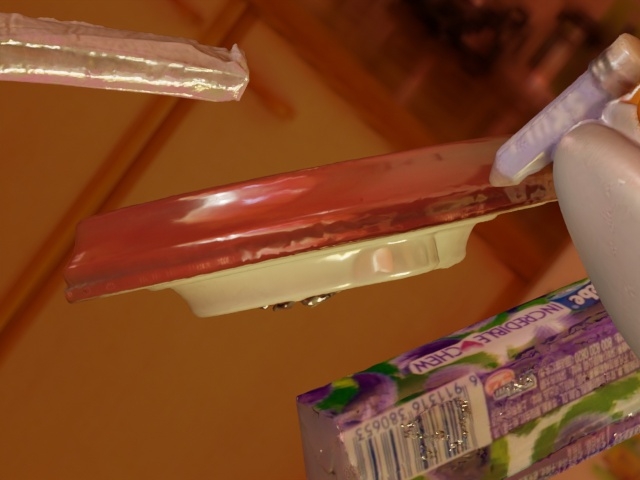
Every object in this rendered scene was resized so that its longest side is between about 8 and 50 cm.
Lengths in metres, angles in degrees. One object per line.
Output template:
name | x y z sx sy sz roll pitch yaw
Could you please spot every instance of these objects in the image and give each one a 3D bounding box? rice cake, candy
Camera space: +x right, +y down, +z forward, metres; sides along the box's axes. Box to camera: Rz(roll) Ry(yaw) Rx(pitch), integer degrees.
rice cake | -0.177 -0.142 1.532 0.270 0.049 0.055 3 27 -30
candy | 0.125 0.076 1.058 0.312 0.088 0.061 -20 24 -29

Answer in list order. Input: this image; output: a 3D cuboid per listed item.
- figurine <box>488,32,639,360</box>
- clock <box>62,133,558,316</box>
figurine | 0.279 -0.061 0.844 0.224 0.382 0.205 41 -19 37
clock | 0.000 0.000 1.194 0.318 0.318 0.080 -9 89 -69
